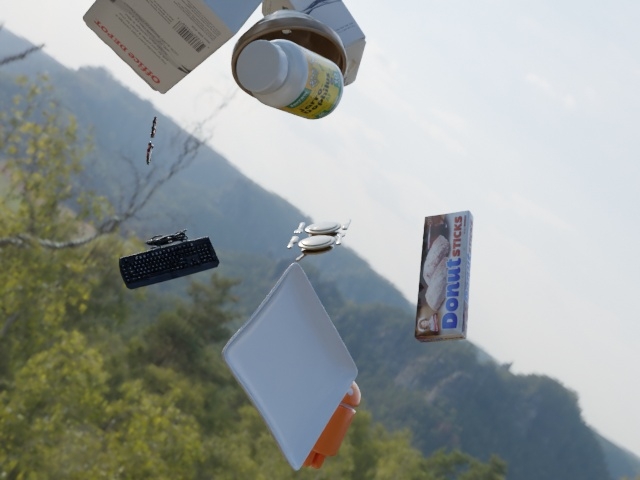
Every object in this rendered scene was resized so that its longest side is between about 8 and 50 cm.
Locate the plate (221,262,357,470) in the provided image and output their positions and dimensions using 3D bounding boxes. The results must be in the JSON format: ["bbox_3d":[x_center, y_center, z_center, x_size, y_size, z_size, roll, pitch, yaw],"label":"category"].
[{"bbox_3d":[-0.057,0.226,1.647,0.045,0.277,0.278,-11,-63,37],"label":"plate"}]

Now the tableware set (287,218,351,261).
[{"bbox_3d":[0.000,0.000,2.099,0.128,0.039,0.194,-4,18,11],"label":"tableware set"}]

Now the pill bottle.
[{"bbox_3d":[-0.054,-0.283,1.570,0.118,0.117,0.208,33,12,26],"label":"pill bottle"}]

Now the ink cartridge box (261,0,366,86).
[{"bbox_3d":[-0.021,-0.494,2.061,0.273,0.115,0.198,60,-15,15],"label":"ink cartridge box"}]

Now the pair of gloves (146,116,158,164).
[{"bbox_3d":[-0.308,-0.182,1.649,0.010,0.083,0.074,11,-16,-10],"label":"pair of gloves"}]

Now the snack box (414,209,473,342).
[{"bbox_3d":[0.160,0.045,1.162,0.064,0.178,0.022,-8,-32,27],"label":"snack box"}]

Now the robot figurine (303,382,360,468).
[{"bbox_3d":[0.004,0.364,1.892,0.158,0.219,0.128,27,-5,-15],"label":"robot figurine"}]

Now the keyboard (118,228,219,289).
[{"bbox_3d":[-0.295,0.026,1.733,0.100,0.192,0.038,61,-31,25],"label":"keyboard"}]

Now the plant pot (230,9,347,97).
[{"bbox_3d":[-0.066,-0.396,1.862,0.237,0.109,0.237,-2,-31,-1],"label":"plant pot"}]

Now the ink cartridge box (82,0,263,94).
[{"bbox_3d":[-0.255,-0.394,1.533,0.197,0.114,0.273,44,-36,-18],"label":"ink cartridge box"}]
